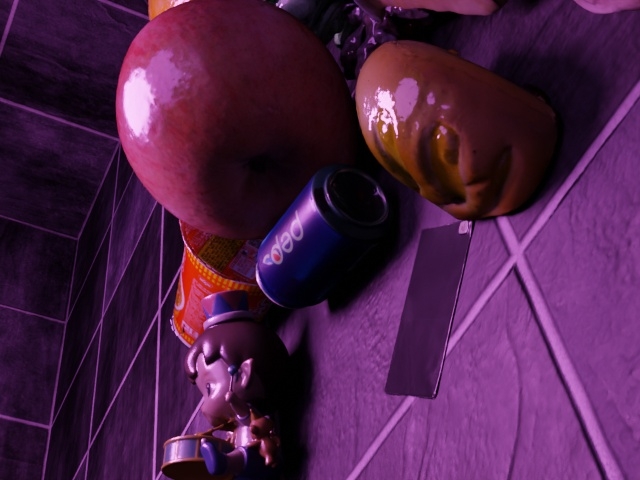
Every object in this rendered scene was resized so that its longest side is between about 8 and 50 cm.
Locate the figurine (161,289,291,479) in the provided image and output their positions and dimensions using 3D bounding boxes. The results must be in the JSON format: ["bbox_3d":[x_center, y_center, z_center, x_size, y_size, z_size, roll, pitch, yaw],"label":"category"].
[{"bbox_3d":[-0.120,0.201,1.311,0.161,0.158,0.275,101,174,-55],"label":"figurine"}]

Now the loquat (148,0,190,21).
[{"bbox_3d":[-0.186,-0.456,1.792,0.328,0.359,0.328,-63,-2,-3],"label":"loquat"}]

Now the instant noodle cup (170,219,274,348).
[{"bbox_3d":[-0.144,0.065,1.487,0.193,0.193,0.212,-93,21,-45],"label":"instant noodle cup"}]

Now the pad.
[{"bbox_3d":[0.114,0.073,1.044,0.116,0.004,0.193,-13,62,67],"label":"pad"}]

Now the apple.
[{"bbox_3d":[-0.101,-0.155,1.316,0.269,0.345,0.344,38,110,45],"label":"apple"}]

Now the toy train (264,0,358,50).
[{"bbox_3d":[0.010,-0.386,1.437,0.188,0.132,0.243,-63,-9,18],"label":"toy train"}]

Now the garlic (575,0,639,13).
[{"bbox_3d":[0.246,-0.298,0.739,0.292,0.210,0.237,149,143,-73],"label":"garlic"}]

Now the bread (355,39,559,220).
[{"bbox_3d":[0.111,-0.121,0.998,0.158,0.156,0.260,-66,20,12],"label":"bread"}]

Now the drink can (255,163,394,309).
[{"bbox_3d":[0.000,0.000,1.238,0.205,0.118,0.118,-49,30,45],"label":"drink can"}]

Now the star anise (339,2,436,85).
[{"bbox_3d":[0.096,-0.304,1.282,0.236,0.093,0.229,130,150,-49],"label":"star anise"}]

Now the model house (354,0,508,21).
[{"bbox_3d":[0.071,-0.491,1.069,0.343,0.334,0.382,18,77,45],"label":"model house"}]
